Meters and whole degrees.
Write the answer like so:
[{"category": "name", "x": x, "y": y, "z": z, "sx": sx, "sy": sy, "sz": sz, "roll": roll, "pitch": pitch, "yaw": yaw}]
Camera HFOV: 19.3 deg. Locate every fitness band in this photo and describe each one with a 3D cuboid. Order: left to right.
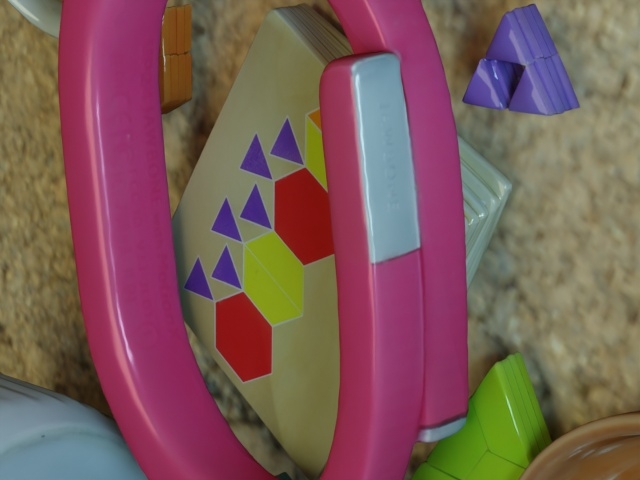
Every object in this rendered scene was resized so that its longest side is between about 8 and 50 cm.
[{"category": "fitness band", "x": -0.029, "y": -0.010, "z": 0.782, "sx": 0.209, "sy": 0.054, "sz": 0.291, "roll": 13, "pitch": 111, "yaw": 48}]

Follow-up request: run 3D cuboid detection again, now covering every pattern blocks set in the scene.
[{"category": "pattern blocks set", "x": 0.000, "y": 0.000, "z": 0.809, "sx": 0.285, "sy": 0.026, "sz": 0.325, "roll": 56, "pitch": 136, "yaw": 19}]

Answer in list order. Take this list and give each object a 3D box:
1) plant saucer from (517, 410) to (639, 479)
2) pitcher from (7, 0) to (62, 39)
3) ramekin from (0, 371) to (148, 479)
[{"category": "plant saucer", "x": 0.147, "y": 0.156, "z": 0.692, "sx": 0.200, "sy": 0.037, "sz": 0.200, "roll": 19, "pitch": 117, "yaw": 43}, {"category": "pitcher", "x": -0.184, "y": -0.189, "z": 0.891, "sx": 0.207, "sy": 0.125, "sz": 0.178, "roll": 22, "pitch": 134, "yaw": 29}, {"category": "ramekin", "x": -0.172, "y": 0.186, "z": 0.893, "sx": 0.127, "sy": 0.273, "sz": 0.273, "roll": 1, "pitch": 104, "yaw": 35}]
